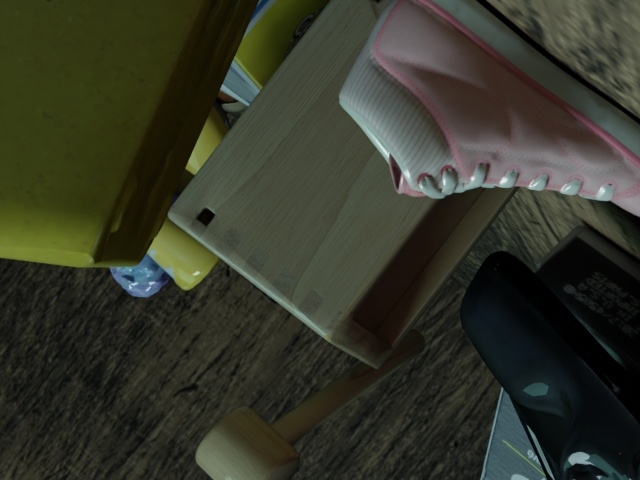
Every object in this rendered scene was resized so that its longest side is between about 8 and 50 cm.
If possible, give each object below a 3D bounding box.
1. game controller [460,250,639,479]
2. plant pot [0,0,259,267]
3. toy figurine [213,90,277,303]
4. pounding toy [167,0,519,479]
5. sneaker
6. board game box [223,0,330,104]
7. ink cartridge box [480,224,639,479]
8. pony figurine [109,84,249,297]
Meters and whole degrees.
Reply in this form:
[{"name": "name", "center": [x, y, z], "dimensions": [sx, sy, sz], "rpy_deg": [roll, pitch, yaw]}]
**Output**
[{"name": "game controller", "center": [0.150, 0.131, 0.923], "dimensions": [0.166, 0.067, 0.319], "rpy_deg": [62, 180, 38]}, {"name": "plant pot", "center": [-0.107, -0.095, 0.501], "dimensions": [0.187, 0.212, 0.212], "rpy_deg": [23, 179, 0]}, {"name": "toy figurine", "center": [-0.050, -0.064, 1.593], "dimensions": [0.209, 0.148, 0.213], "rpy_deg": [43, -178, 2]}, {"name": "pounding toy", "center": [-0.002, 0.006, 0.812], "dimensions": [0.094, 0.206, 0.181], "rpy_deg": [37, 179, 14]}, {"name": "sneaker", "center": [0.066, -0.031, 0.678], "dimensions": [0.134, 0.070, 0.051], "rpy_deg": [36, 177, -7]}, {"name": "board game box", "center": [-0.098, -0.157, 0.799], "dimensions": [0.242, 0.064, 0.316], "rpy_deg": [37, 179, 12]}, {"name": "ink cartridge box", "center": [0.226, 0.179, 1.083], "dimensions": [0.303, 0.072, 0.307], "rpy_deg": [36, 147, 23]}, {"name": "pony figurine", "center": [-0.191, -0.125, 1.245], "dimensions": [0.363, 0.303, 0.351], "rpy_deg": [41, 147, -8]}]
